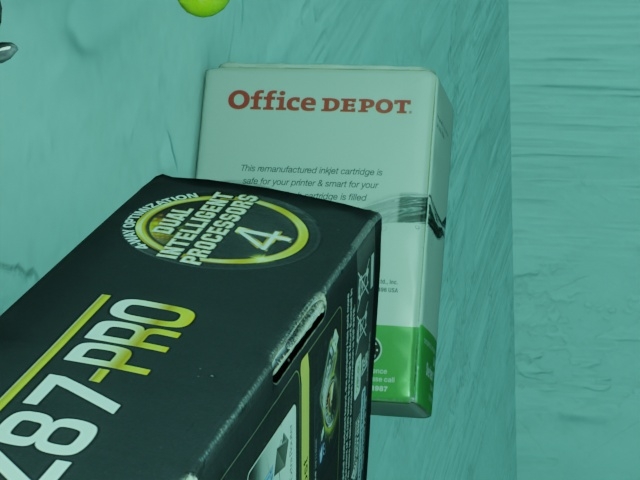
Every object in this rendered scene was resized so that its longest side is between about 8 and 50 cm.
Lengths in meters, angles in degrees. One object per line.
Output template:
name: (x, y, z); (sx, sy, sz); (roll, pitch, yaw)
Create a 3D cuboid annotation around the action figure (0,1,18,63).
action figure: (-0.161, -0.009, 0.520); (0.275, 0.141, 0.164); (118, -21, -51)

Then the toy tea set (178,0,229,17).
toy tea set: (-0.151, -0.200, 0.583); (0.336, 0.124, 0.200); (54, 2, -42)

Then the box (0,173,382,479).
box: (-0.069, 0.217, 0.569); (0.318, 0.097, 0.394); (-56, 152, -63)

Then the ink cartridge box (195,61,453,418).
ink cartridge box: (0.000, 0.000, 1.173); (0.087, 0.153, 0.208); (46, 48, -74)
